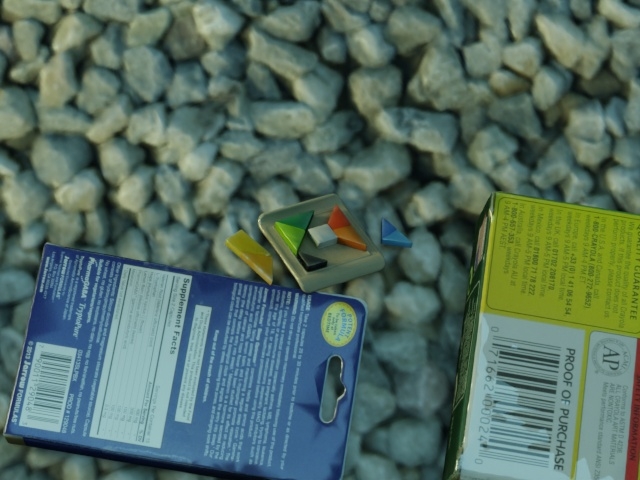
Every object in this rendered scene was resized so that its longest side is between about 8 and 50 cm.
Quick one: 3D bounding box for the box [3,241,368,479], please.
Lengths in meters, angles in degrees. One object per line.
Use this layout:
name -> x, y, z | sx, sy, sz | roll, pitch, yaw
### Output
box -> -0.088, 0.088, 1.057 | 0.225, 0.036, 0.136 | 10, 71, -1

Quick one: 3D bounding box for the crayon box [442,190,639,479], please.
crayon box -> 0.253, 0.096, 1.057 | 0.318, 0.081, 0.202 | 10, 71, 0

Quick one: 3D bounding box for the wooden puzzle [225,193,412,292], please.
wooden puzzle -> 0.000, 0.000, 1.087 | 0.116, 0.014, 0.078 | -23, 56, -29
